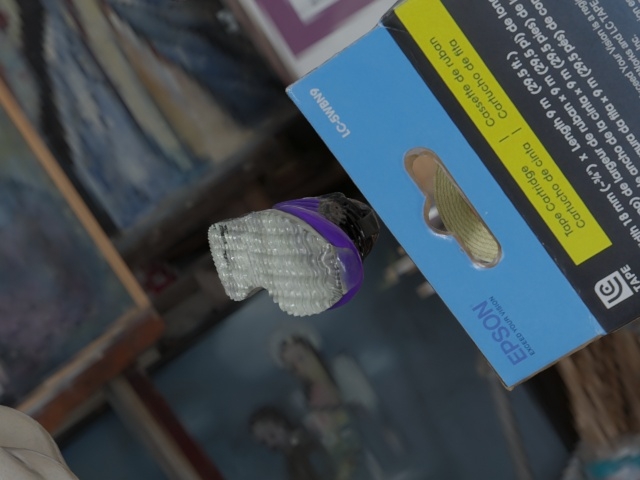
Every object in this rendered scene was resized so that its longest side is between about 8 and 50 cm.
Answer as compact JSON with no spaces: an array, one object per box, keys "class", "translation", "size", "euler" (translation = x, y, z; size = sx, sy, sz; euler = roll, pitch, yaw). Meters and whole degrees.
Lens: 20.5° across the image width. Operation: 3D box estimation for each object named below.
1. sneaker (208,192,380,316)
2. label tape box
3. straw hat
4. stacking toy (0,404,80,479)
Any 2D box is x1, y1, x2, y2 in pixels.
[{"class":"sneaker","translation":[0.000,-0.001,1.727],"size":[0.146,0.102,0.293],"euler":[-18,10,-20]},{"class":"label tape box","translation":[0.186,-0.101,1.038],"size":[0.334,0.240,0.106],"euler":[-32,15,20]},{"class":"straw hat","translation":[0.160,-0.050,1.645],"size":[0.144,0.144,0.061],"euler":[-26,-15,19]},{"class":"stacking toy","translation":[-0.389,0.263,1.122],"size":[0.480,0.350,0.350],"euler":[-51,21,-7]}]
